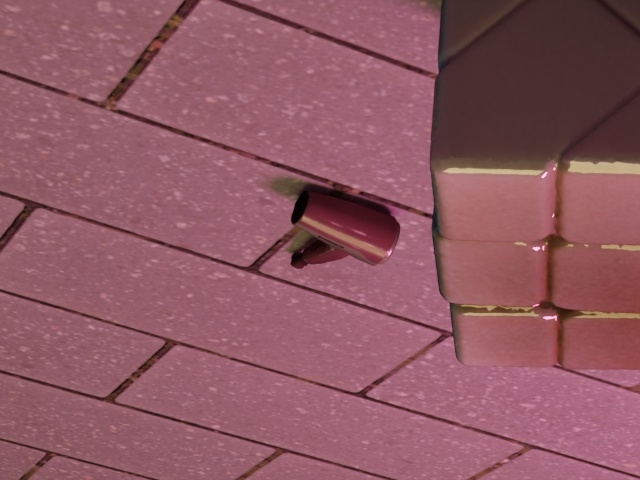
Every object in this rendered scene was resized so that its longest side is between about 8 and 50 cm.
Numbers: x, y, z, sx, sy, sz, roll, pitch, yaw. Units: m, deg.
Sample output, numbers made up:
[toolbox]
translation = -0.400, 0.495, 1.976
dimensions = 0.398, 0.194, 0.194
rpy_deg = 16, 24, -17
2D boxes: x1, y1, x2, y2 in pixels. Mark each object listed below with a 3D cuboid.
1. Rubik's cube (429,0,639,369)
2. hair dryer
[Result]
[Rubik's cube]
translation = 0.249, -0.105, 1.343
dimensions = 0.319, 0.321, 0.316
rpy_deg = 1, 153, 8
[hair dryer]
translation = 0.005, 0.003, 1.884
dimensions = 0.106, 0.054, 0.154
rpy_deg = 20, 153, -15
